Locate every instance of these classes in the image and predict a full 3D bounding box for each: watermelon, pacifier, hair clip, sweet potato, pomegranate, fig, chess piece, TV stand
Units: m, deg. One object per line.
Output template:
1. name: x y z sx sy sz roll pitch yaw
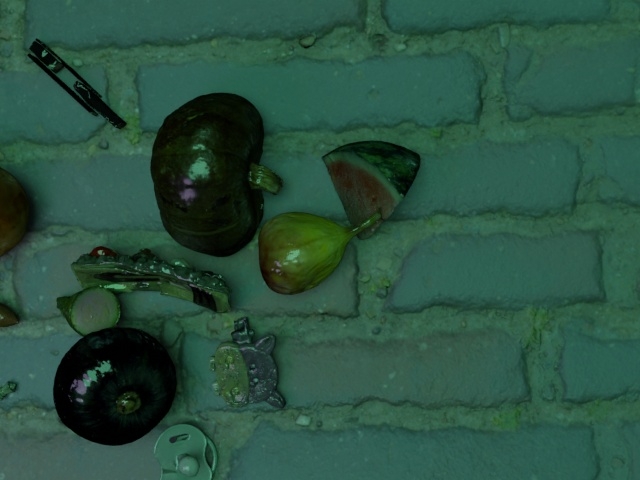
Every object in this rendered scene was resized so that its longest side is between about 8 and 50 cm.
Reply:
1. watermelon: 0.084 -0.111 1.557 0.207 0.136 0.202 13 83 19
2. pacifier: -0.255 0.434 1.561 0.126 0.116 0.150 -2 84 -22
3. hair clip: -0.324 0.065 1.580 0.321 0.138 0.091 9 59 5
4. sweet potato: -0.704 0.135 1.627 0.205 0.060 0.068 20 58 14
5. pomegranate: -0.681 -0.065 1.563 0.215 0.215 0.215 0 88 4
6. fig: 0.000 0.000 1.532 0.257 0.159 0.159 -26 87 8
7. chess piece: -0.659 0.316 1.628 0.093 0.042 0.042 -30 86 -5
8. hair clip: -0.150 0.247 1.589 0.146 0.056 0.187 -6 90 10
9. TV stand: -0.497 -0.313 1.639 0.249 0.036 0.042 42 90 4

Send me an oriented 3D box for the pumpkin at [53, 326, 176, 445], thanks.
1. pumpkin: -0.389 0.275 1.519 0.233 0.233 0.163 -54 42 1

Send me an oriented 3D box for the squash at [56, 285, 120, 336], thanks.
1. squash: -0.474 0.141 1.597 0.105 0.132 0.105 1 89 -40

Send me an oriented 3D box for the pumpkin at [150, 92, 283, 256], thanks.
1. pumpkin: -0.194 -0.127 1.521 0.242 0.232 0.325 1 91 1
